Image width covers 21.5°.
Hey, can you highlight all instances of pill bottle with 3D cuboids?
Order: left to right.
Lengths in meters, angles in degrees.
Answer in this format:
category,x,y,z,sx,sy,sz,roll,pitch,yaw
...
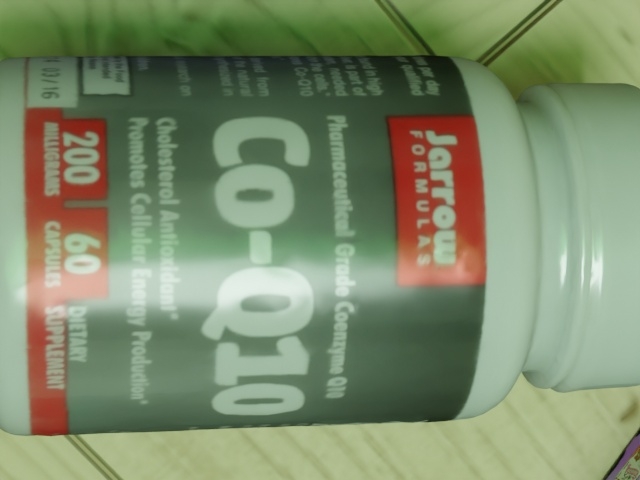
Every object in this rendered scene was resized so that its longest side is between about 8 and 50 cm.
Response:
category,x,y,z,sx,sy,sz,roll,pitch,yaw
pill bottle,0.000,0.000,0.728,0.283,0.161,0.161,-2,104,-8

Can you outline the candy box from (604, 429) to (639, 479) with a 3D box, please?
category,x,y,z,sx,sy,sz,roll,pitch,yaw
candy box,0.164,0.183,0.796,0.070,0.165,0.196,33,98,-13
